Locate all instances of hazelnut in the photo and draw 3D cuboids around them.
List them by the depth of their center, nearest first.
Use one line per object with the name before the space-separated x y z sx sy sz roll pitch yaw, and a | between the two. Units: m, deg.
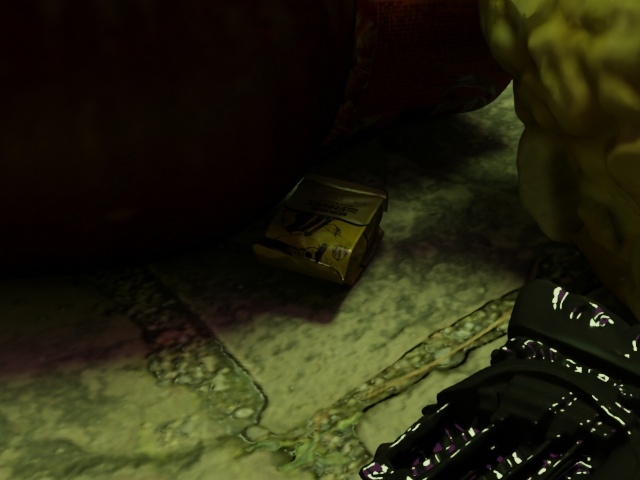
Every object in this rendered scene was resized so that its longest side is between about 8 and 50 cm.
hazelnut | -0.191 -0.170 1.267 0.429 0.402 0.402 -7 30 -8

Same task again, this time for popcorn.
popcorn | 0.306 -0.141 1.258 0.344 0.354 0.390 -8 75 -21

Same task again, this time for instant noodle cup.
instant noodle cup | 0.050 -0.203 1.477 0.192 0.250 0.250 -5 29 -33

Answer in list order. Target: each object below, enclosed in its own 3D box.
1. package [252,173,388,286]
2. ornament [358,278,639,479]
package | 0.000 0.000 1.283 0.071 0.047 0.131 14 32 12
ornament | 0.131 0.146 1.001 0.260 0.106 0.251 -30 35 -32
